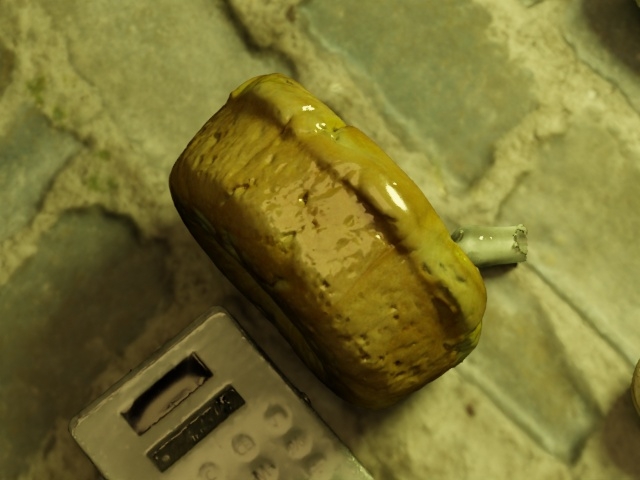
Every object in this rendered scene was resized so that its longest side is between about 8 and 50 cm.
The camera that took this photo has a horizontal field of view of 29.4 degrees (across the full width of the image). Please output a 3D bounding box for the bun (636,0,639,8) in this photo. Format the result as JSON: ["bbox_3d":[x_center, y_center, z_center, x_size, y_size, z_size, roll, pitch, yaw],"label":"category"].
[{"bbox_3d":[0.359,-0.248,0.994,0.221,0.134,0.220,-1,70,2],"label":"bun"}]

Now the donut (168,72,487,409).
[{"bbox_3d":[0.000,0.000,0.885,0.128,0.208,0.261,-40,64,-11],"label":"donut"}]

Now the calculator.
[{"bbox_3d":[-0.058,0.181,0.912,0.161,0.021,0.261,-40,69,-12],"label":"calculator"}]

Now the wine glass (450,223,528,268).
[{"bbox_3d":[0.121,0.002,0.962,0.083,0.039,0.042,-5,58,1],"label":"wine glass"}]

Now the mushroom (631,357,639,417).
[{"bbox_3d":[0.270,0.108,0.885,0.084,0.067,0.083,2,66,-5],"label":"mushroom"}]
